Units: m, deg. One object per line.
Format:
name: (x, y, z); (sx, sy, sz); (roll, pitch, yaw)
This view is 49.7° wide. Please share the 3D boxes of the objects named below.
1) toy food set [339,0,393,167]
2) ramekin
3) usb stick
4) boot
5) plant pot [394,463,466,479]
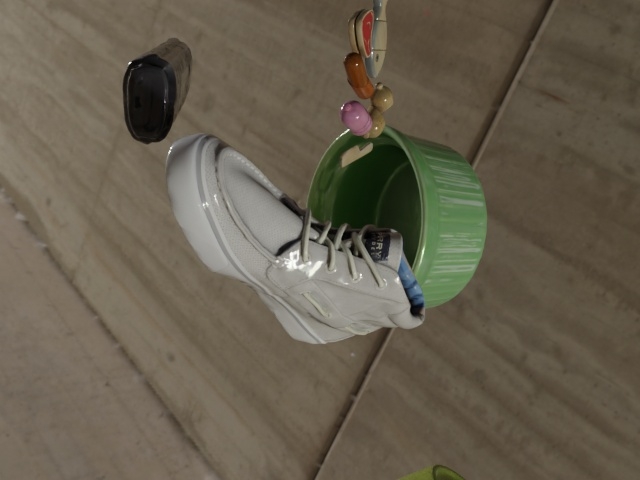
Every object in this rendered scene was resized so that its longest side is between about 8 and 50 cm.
toy food set: (0.036, -0.119, 0.521); (0.019, 0.122, 0.078); (13, -153, 26)
ramekin: (0.117, -0.027, 1.095); (0.148, 0.303, 0.303); (2, -152, -34)
usb stick: (-0.155, -0.154, 0.679); (0.045, 0.077, 0.278); (7, -162, -10)
boot: (0.000, 0.000, 0.521); (0.124, 0.095, 0.258); (-9, 149, 21)
plant pot: (0.066, 0.387, 0.723); (0.275, 0.293, 0.275); (42, -170, -9)
